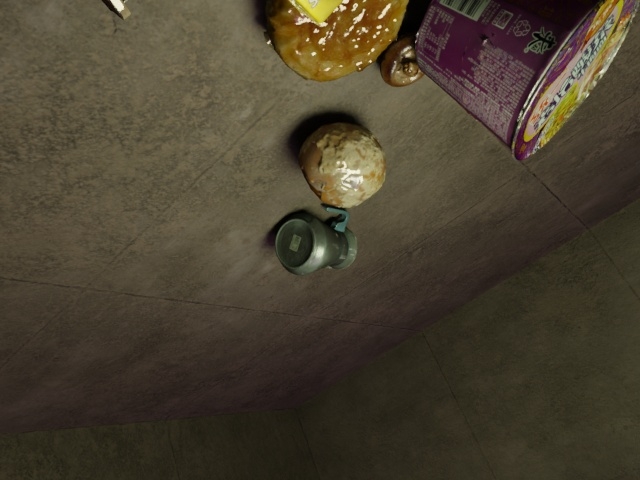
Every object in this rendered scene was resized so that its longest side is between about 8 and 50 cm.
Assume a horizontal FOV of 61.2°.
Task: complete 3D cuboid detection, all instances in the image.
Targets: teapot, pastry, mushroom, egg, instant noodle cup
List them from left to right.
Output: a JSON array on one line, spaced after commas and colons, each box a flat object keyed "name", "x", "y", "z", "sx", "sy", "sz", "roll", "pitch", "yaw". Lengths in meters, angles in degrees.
[{"name": "teapot", "x": 0.000, "y": 0.000, "z": 1.541, "sx": 0.225, "sy": 0.171, "sz": 0.203, "roll": 6, "pitch": 111, "yaw": -54}, {"name": "pastry", "x": 0.023, "y": -0.390, "z": 0.902, "sx": 0.256, "sy": 0.121, "sz": 0.236, "roll": -25, "pitch": 149, "yaw": 7}, {"name": "egg", "x": 0.054, "y": -0.170, "z": 1.231, "sx": 0.194, "sy": 0.195, "sz": 0.233, "roll": -33, "pitch": 160, "yaw": 17}, {"name": "mushroom", "x": 0.174, "y": -0.366, "z": 1.095, "sx": 0.109, "sy": 0.085, "sz": 0.126, "roll": -35, "pitch": 170, "yaw": -48}, {"name": "instant noodle cup", "x": 0.351, "y": -0.352, "z": 0.983, "sx": 0.339, "sy": 0.266, "sz": 0.340, "roll": -37, "pitch": 152, "yaw": -24}]

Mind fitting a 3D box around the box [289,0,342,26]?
[{"name": "box", "x": 0.024, "y": -0.447, "z": 0.712, "sx": 0.265, "sy": 0.168, "sz": 0.097, "roll": -41, "pitch": 154, "yaw": 17}]

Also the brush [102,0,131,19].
[{"name": "brush", "x": -0.322, "y": -0.413, "z": 0.658, "sx": 0.065, "sy": 0.070, "sz": 0.327, "roll": -42, "pitch": 150, "yaw": -4}]
